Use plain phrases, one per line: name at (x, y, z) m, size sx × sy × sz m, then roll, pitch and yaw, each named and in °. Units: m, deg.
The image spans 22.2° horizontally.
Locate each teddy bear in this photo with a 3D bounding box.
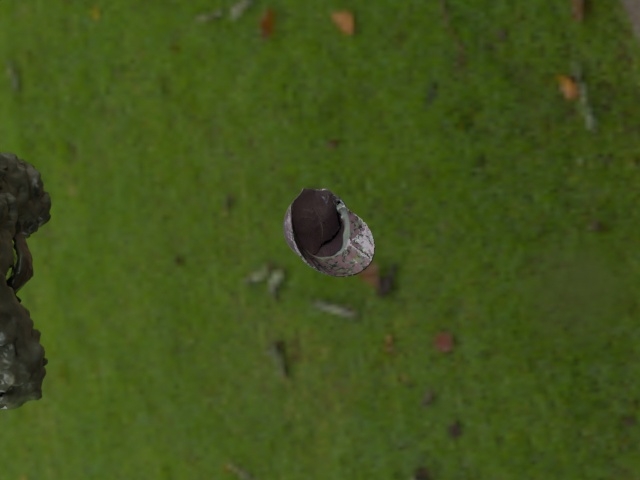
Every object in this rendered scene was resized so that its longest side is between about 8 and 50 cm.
teddy bear at (-0.497, 0.044, 1.832) m, size 0.224 × 0.367 × 0.357 m, roll 64°, pitch -168°, yaw -49°

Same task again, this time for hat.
hat at (0.001, 0.003, 1.144) m, size 0.042 × 0.058 × 0.087 m, roll 102°, pitch 149°, yaw -44°
